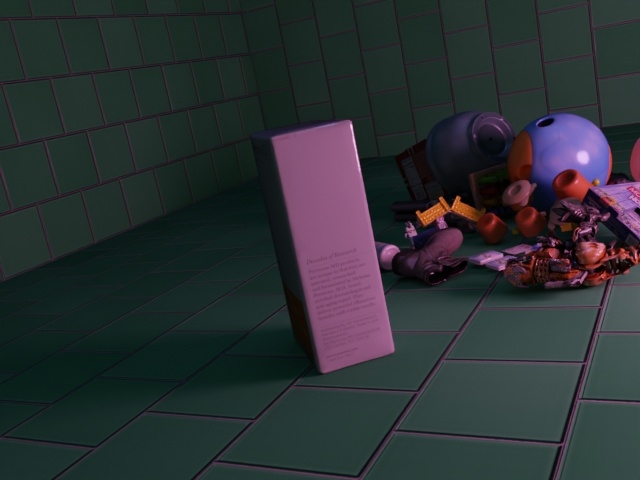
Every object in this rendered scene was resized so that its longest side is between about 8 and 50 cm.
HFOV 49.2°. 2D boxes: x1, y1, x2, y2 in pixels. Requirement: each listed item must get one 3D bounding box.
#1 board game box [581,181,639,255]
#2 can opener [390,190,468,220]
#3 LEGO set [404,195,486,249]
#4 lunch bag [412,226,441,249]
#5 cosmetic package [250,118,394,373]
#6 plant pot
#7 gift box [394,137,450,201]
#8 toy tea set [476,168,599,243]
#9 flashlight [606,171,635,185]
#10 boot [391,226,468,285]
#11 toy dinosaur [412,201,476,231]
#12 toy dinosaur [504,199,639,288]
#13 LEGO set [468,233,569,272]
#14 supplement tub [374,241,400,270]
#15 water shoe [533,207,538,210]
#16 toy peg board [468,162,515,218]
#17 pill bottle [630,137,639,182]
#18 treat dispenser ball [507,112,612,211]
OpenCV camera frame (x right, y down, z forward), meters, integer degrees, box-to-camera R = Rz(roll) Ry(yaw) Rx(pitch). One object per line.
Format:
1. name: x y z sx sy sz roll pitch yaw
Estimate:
1. board game box: 0.773 -0.072 1.685 0.194 0.060 0.194 -19 51 -24
2. can opener: 0.370 -0.109 2.360 0.280 0.074 0.093 -4 29 38
3. LEGO set: 0.383 -0.055 2.058 0.287 0.132 0.107 -9 -14 -4
4. lunch bag: 0.307 0.013 1.916 0.098 0.065 0.067 -21 30 -16
5. cosmetic package: 0.000 0.000 1.374 0.161 0.453 0.230 -14 13 -12
6. plant pot: 0.521 -0.307 2.311 0.293 0.293 0.196 -17 -7 -25
7. gift box: 0.459 -0.248 2.520 0.258 0.276 0.255 -22 4 -27
8. toy tea set: 0.590 -0.070 1.883 0.336 0.124 0.200 -10 45 47
9. flashlight: 0.885 -0.147 2.056 0.103 0.103 0.304 -47 -7 24
10. boot: 0.316 0.048 1.776 0.246 0.083 0.161 -26 26 -31
11. toy dinosaur: 0.408 -0.070 2.207 0.118 0.064 0.268 -26 15 -28
12. toy dinosaur: 0.569 0.041 1.509 0.322 0.164 0.218 11 33 12
13. LEGO set: 0.518 0.020 1.736 0.244 0.060 0.182 -15 17 -24
14. supplement tub: 0.164 0.041 1.910 0.071 0.071 0.107 -18 15 -25
15. water shoe: 0.697 -0.151 2.250 0.073 0.080 0.203 -10 13 3
16. toy peg board: 0.556 -0.147 2.158 0.161 0.160 0.079 -19 9 -30
17. pill bottle: 1.048 -0.221 1.979 0.283 0.161 0.161 2 10 -12
18. treat dispenser ball: 0.689 -0.223 2.025 0.288 0.288 0.288 -11 13 3
